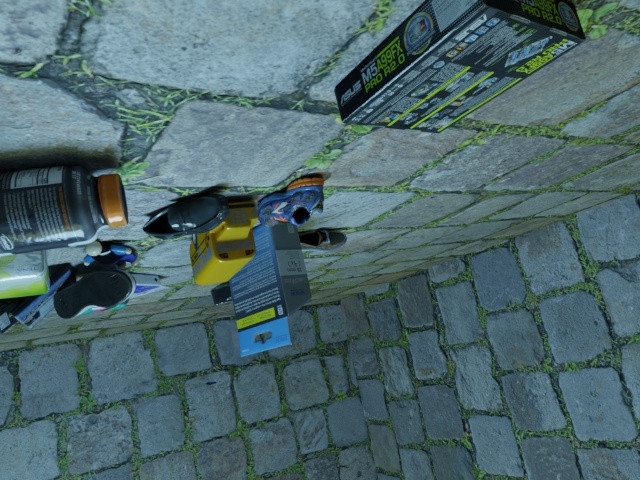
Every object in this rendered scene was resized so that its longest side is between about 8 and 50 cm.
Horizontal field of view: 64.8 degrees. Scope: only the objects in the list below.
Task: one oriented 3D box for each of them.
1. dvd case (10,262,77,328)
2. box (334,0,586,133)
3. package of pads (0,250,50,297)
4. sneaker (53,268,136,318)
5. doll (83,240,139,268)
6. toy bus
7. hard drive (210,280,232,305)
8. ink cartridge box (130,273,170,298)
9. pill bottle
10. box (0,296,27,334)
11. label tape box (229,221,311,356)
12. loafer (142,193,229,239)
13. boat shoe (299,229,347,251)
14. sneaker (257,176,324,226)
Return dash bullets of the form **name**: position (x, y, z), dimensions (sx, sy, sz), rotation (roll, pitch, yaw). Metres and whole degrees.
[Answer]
- **dvd case**: position (-0.765, 0.160, 1.414), dimensions (0.180, 0.022, 0.253), rotation (-50, -175, -26)
- **box**: position (0.181, -0.242, 0.703), dimensions (0.216, 0.060, 0.270), rotation (-4, 166, -35)
- **package of pads**: position (-0.751, 0.068, 1.081), dimensions (0.296, 0.101, 0.229), rotation (-6, 167, -28)
- **sneaker**: position (-0.588, 0.138, 1.430), dimensions (0.295, 0.124, 0.178), rotation (-17, -177, 26)
- **doll**: position (-0.536, 0.038, 1.277), dimensions (0.129, 0.046, 0.189), rotation (-14, 168, 1)
- **toy bus**: position (-0.242, 0.011, 1.245), dimensions (0.108, 0.130, 0.332), rotation (-6, 166, -26)
- **hard drive**: position (-0.249, 0.158, 1.869), dimensions (0.236, 0.064, 0.339), rotation (-13, -179, 4)
- **ink cartridge box**: position (-0.655, 0.159, 1.697), dimensions (0.206, 0.045, 0.208), rotation (-17, 166, 18)
- **pill bottle**: position (-0.437, -0.049, 0.796), dimensions (0.245, 0.131, 0.130), rotation (-9, 167, -14)
- **box**: position (-0.926, 0.209, 1.407), dimensions (0.183, 0.059, 0.233), rotation (-12, -165, -1)
- **label tape box**: position (-0.147, 0.138, 1.423), dimensions (0.105, 0.334, 0.240), rotation (0, 163, -43)
- **loafer**: position (-0.288, -0.046, 1.075), dimensions (0.223, 0.076, 0.078), rotation (-16, 175, 33)
- **boat shoe**: position (0.000, 0.000, 1.577), dimensions (0.183, 0.066, 0.066), rotation (-9, 166, -14)
- **sneaker**: position (-0.072, -0.070, 1.151), dimensions (0.083, 0.087, 0.221), rotation (-1, 163, -39)
